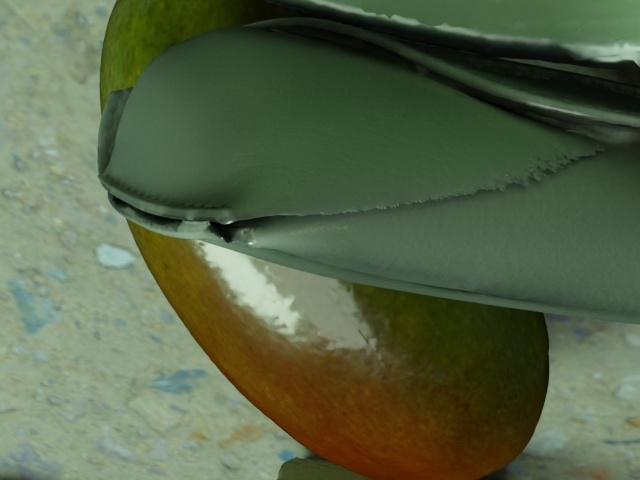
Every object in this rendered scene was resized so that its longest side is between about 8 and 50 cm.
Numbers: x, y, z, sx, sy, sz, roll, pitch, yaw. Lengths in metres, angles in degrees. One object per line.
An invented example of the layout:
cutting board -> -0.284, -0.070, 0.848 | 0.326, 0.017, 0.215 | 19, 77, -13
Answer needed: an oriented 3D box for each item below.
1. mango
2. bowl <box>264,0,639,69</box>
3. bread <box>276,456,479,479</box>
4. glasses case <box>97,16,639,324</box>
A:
mango -> -0.003, 0.002, 0.613 | 0.289, 0.129, 0.146 | 50, 141, -15
bowl -> 0.039, -0.192, 0.327 | 0.354, 0.185, 0.354 | 14, 169, 3
bread -> 0.039, 0.199, 0.776 | 0.141, 0.134, 0.148 | 6, 144, 7
glasses case -> 0.081, -0.021, 0.500 | 0.308, 0.128, 0.083 | 7, 103, -21
